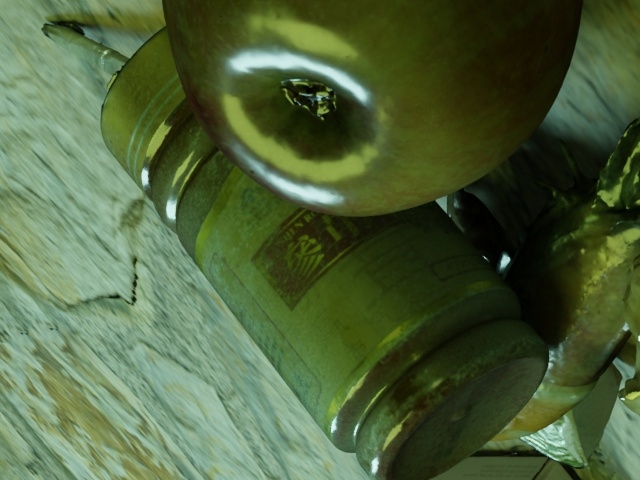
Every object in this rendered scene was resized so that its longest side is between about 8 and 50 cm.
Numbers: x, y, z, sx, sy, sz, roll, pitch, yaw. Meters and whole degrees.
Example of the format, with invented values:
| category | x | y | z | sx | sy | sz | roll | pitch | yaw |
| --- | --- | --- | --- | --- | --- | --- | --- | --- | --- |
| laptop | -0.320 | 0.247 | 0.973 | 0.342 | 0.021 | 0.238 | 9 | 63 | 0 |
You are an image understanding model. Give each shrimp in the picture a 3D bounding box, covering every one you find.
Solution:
| category | x | y | z | sx | sy | sz | roll | pitch | yaw |
| --- | --- | --- | --- | --- | --- | --- | --- | --- | --- |
| shrimp | 0.138 | -0.028 | 1.163 | 0.272 | 0.085 | 0.445 | 65 | 149 | 15 |

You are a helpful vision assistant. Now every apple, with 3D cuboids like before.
| category | x | y | z | sx | sy | sz | roll | pitch | yaw |
| --- | --- | --- | --- | --- | --- | --- | --- | --- | --- |
| apple | 0.021 | -0.142 | 1.002 | 0.257 | 0.234 | 0.257 | 18 | 137 | 17 |

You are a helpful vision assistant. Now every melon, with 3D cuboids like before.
| category | x | y | z | sx | sy | sz | roll | pitch | yaw |
| --- | --- | --- | --- | --- | --- | --- | --- | --- | --- |
| melon | 0.162 | 0.067 | 1.306 | 0.202 | 0.093 | 0.139 | 46 | 155 | 13 |

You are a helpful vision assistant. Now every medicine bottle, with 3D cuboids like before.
| category | x | y | z | sx | sy | sz | roll | pitch | yaw |
| --- | --- | --- | --- | --- | --- | --- | --- | --- | --- |
| medicine bottle | 0.000 | 0.000 | 1.149 | 0.322 | 0.151 | 0.151 | 51 | 158 | 25 |

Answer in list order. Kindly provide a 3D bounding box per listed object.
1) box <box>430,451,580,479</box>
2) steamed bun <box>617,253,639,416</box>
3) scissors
| category | x | y | z | sx | sy | sz | roll | pitch | yaw |
| --- | --- | --- | --- | --- | --- | --- | --- | --- | --- |
| box | 0.195 | 0.313 | 1.601 | 0.251 | 0.106 | 0.203 | 51 | 150 | -19 |
| steamed bun | 0.310 | 0.024 | 0.969 | 0.292 | 0.137 | 0.295 | -27 | 125 | 37 |
| scissors | -0.153 | -0.137 | 1.437 | 0.300 | 0.022 | 0.109 | 31 | 147 | 46 |
